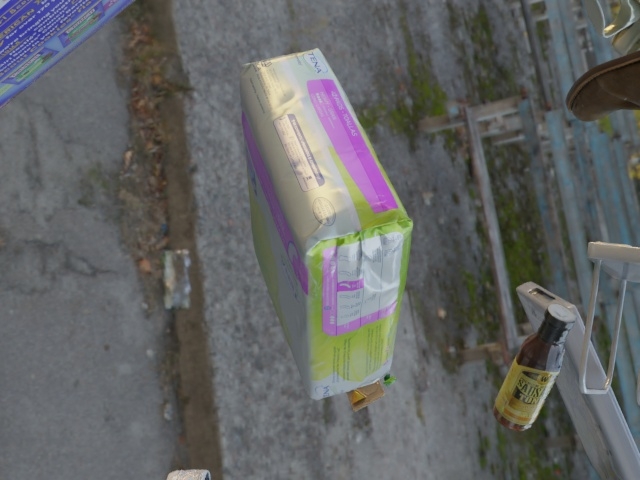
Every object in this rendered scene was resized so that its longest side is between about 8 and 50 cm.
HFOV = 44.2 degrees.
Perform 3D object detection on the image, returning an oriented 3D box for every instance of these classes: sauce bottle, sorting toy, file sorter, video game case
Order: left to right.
[{"bbox_3d":[0.073,0.213,1.185,0.012,0.083,0.062,36,26,-53],"label":"sorting toy"},{"bbox_3d":[0.192,0.114,0.706,0.042,0.042,0.128,-66,170,-57],"label":"sauce bottle"},{"bbox_3d":[0.388,0.229,1.161,0.300,0.036,0.328,-33,99,-84],"label":"video game case"},{"bbox_3d":[0.443,0.114,0.869,0.193,0.278,0.173,20,79,-59],"label":"file sorter"}]

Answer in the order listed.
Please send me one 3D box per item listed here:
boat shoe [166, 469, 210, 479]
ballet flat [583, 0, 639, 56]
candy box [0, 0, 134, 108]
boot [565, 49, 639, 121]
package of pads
[{"bbox_3d":[-0.163,0.383,1.017,0.184,0.063,0.066,-99,176,-47],"label":"boat shoe"},{"bbox_3d":[0.478,-0.351,1.195,0.342,0.124,0.116,25,21,-41],"label":"ballet flat"},{"bbox_3d":[-0.258,-0.213,0.617,0.122,0.268,0.317,50,-4,-11],"label":"candy box"},{"bbox_3d":[0.433,-0.194,1.034,0.305,0.112,0.115,153,-78,-71],"label":"boot"},{"bbox_3d":[0.000,0.000,0.781,0.296,0.101,0.229,90,-19,-54],"label":"package of pads"}]
